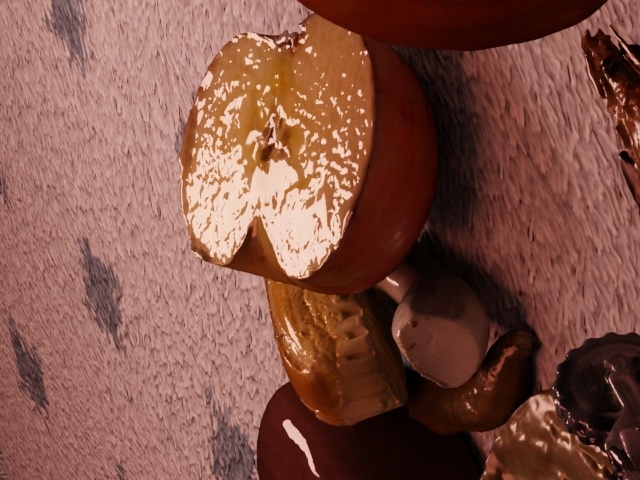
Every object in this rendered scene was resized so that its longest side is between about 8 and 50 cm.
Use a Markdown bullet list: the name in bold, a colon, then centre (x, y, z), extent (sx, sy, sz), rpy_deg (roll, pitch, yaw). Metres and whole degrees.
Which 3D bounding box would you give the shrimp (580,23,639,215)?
- **shrimp**: centre (0.269, -0.029, 1.421), extent (0.287, 0.063, 0.152), rpy_deg (59, 167, 24)

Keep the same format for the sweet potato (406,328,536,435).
- **sweet potato**: centre (0.144, 0.142, 1.850), extent (0.233, 0.062, 0.081), rpy_deg (-32, 75, 65)

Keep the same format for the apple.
- **apple**: centre (0.013, -0.076, 1.829), extent (0.293, 0.163, 0.251), rpy_deg (10, 89, 51)

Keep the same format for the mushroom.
- **mushroom**: centre (0.099, 0.057, 1.831), extent (0.223, 0.092, 0.081), rpy_deg (-112, 9, -64)

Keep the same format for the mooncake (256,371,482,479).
- **mooncake**: centre (0.050, 0.289, 2.047), extent (0.326, 0.174, 0.334), rpy_deg (67, 157, 2)

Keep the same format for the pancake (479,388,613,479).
- **pancake**: centre (0.226, 0.244, 1.735), extent (0.242, 0.050, 0.242), rpy_deg (15, 109, 50)

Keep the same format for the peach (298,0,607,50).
- **peach**: centre (0.099, -0.284, 1.261), extent (0.302, 0.343, 0.343), rpy_deg (37, 149, 12)

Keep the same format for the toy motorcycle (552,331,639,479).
- **toy motorcycle**: centre (0.296, 0.180, 1.410), extent (0.143, 0.188, 0.327), rpy_deg (77, 175, -45)

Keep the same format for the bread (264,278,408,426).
- **bread**: centre (0.010, 0.080, 1.950), extent (0.236, 0.106, 0.140), rpy_deg (-104, -12, -53)
